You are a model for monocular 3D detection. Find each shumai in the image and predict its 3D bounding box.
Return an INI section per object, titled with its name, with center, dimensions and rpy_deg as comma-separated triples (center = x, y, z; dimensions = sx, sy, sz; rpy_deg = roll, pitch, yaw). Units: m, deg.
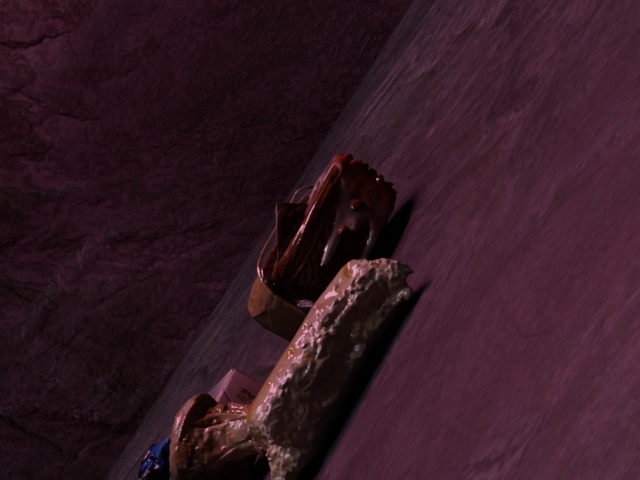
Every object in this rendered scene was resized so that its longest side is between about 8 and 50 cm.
[shumai]
center = -0.103, 0.239, 2.156
dimensions = 0.116, 0.146, 0.145
rpy_deg = -6, 35, 24

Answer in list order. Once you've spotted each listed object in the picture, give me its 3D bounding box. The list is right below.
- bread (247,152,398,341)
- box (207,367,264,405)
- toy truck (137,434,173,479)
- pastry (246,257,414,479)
[bread]
center = 0.000, 0.000, 2.269
dimensions = 0.212, 0.142, 0.224
rpy_deg = -57, 5, 40
[box]
center = -0.160, 0.299, 2.420
dimensions = 0.243, 0.067, 0.155
rpy_deg = -63, 9, -30
[toy truck]
center = -0.177, 0.322, 2.230
dimensions = 0.126, 0.113, 0.208
rpy_deg = -52, 10, 40
[pastry]
center = 0.004, 0.131, 1.917
dimensions = 0.258, 0.089, 0.121
rpy_deg = -56, -6, -8
